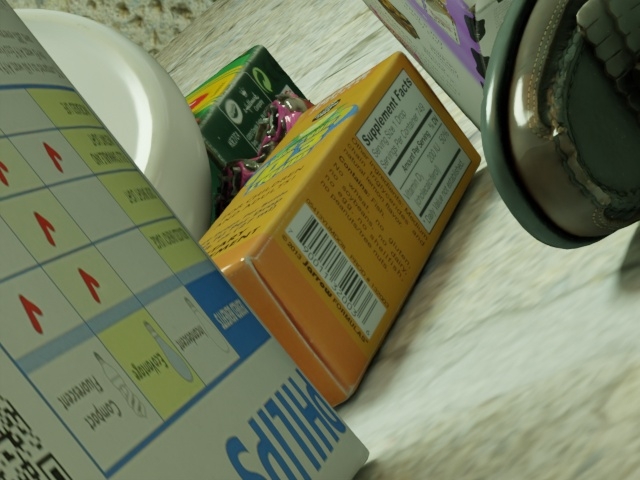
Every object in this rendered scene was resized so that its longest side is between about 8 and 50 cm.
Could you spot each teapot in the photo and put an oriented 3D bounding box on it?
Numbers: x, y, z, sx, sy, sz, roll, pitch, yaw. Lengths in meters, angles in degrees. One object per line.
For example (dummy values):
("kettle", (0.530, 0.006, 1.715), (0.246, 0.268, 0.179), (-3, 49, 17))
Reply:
("teapot", (-0.174, 0.006, 1.144), (0.256, 0.252, 0.187), (-24, -35, -7))

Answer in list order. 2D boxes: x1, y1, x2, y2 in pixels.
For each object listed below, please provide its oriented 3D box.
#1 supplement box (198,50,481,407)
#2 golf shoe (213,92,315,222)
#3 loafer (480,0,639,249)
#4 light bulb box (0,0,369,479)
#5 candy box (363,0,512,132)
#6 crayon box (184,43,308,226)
("supplement box", (0.000, 0.000, 0.880), (0.078, 0.080, 0.233), (-31, 11, 29))
("golf shoe", (-0.006, -0.024, 1.084), (0.086, 0.067, 0.186), (1, -18, -20))
("loafer", (0.148, -0.093, 0.735), (0.084, 0.096, 0.267), (-21, 18, 42))
("light bulb box", (-0.199, 0.020, 0.552), (0.225, 0.361, 0.358), (-38, -1, 10))
("candy box", (0.050, -0.142, 0.875), (0.070, 0.165, 0.196), (-40, -17, -2))
("crayon box", (-0.159, 0.001, 1.413), (0.318, 0.081, 0.202), (-35, 11, 22))
